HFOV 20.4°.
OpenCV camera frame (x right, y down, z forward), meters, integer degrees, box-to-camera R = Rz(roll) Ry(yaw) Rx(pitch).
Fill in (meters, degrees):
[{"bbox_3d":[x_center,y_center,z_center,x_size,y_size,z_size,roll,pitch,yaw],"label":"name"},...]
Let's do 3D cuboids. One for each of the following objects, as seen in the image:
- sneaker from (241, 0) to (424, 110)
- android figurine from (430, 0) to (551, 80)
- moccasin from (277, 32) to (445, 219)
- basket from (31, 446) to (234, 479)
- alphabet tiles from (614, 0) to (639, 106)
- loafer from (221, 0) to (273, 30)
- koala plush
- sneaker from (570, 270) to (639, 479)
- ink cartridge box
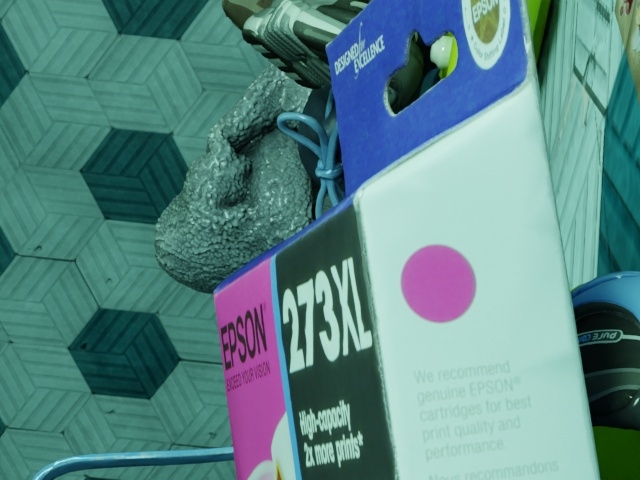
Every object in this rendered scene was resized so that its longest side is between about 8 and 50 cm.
[{"bbox_3d":[0.030,-0.158,1.089,0.132,0.086,0.229,-52,21,-3],"label":"sneaker"},{"bbox_3d":[0.101,-0.173,1.016,0.273,0.056,0.248,100,176,-47],"label":"android figurine"},{"bbox_3d":[0.041,-0.058,1.234,0.342,0.117,0.137,-72,-29,-76],"label":"moccasin"},{"bbox_3d":[-0.045,0.261,1.081,0.201,0.255,0.289,93,171,-74],"label":"basket"},{"bbox_3d":[0.129,-0.115,0.572,0.237,0.009,0.198,-87,4,-58],"label":"alphabet tiles"},{"bbox_3d":[0.019,-0.306,1.698,0.366,0.130,0.134,-57,-10,-43],"label":"loafer"},{"bbox_3d":[0.000,0.000,1.462,0.203,0.221,0.196,-49,-14,-27],"label":"koala plush"},{"bbox_3d":[0.078,0.099,0.539,0.078,0.067,0.188,-81,0,-55],"label":"sneaker"},{"bbox_3d":[0.027,0.098,0.522,0.176,0.069,0.371,147,119,-72],"label":"ink cartridge box"}]
